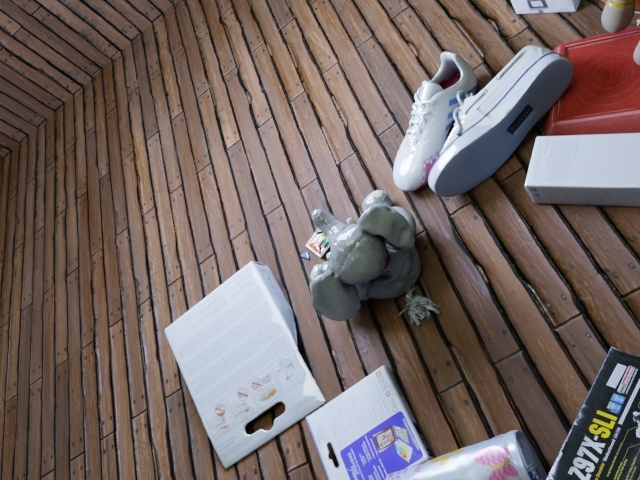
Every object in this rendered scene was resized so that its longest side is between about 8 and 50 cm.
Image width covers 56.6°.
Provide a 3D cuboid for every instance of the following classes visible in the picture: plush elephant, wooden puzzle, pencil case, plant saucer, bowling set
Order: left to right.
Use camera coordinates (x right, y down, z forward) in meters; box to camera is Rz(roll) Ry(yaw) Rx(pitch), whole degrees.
[{"bbox_3d":[0.000,0.000,1.473,0.079,0.014,0.116,28,85,43],"label":"wooden puzzle"},{"bbox_3d":[0.082,0.027,1.232,0.272,0.255,0.330,-48,48,5],"label":"plush elephant"},{"bbox_3d":[0.242,0.418,1.000,0.273,0.113,0.124,-28,81,22],"label":"pencil case"},{"bbox_3d":[0.583,-0.322,1.192,0.259,0.048,0.259,-2,66,36],"label":"plant saucer"},{"bbox_3d":[0.651,-0.375,1.047,0.287,0.154,0.199,3,68,16],"label":"bowling set"}]

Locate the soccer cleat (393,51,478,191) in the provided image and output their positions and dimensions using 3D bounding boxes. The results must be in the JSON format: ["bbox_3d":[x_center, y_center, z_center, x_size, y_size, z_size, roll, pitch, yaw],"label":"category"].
[{"bbox_3d":[0.241,-0.276,1.355,0.116,0.143,0.331,23,81,42],"label":"soccer cleat"}]

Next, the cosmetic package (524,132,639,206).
[{"bbox_3d":[0.517,-0.132,1.114,0.231,0.085,0.117,7,71,37],"label":"cosmetic package"}]

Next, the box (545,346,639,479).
[{"bbox_3d":[0.480,0.331,0.828,0.257,0.079,0.322,15,56,42],"label":"box"}]

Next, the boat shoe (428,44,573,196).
[{"bbox_3d":[0.345,-0.265,1.264,0.367,0.136,0.156,-51,41,18],"label":"boat shoe"}]

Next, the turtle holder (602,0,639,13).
[{"bbox_3d":[0.651,-0.605,1.172,0.243,0.227,0.320,1,66,38],"label":"turtle holder"}]

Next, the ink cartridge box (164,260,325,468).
[{"bbox_3d":[-0.177,0.291,1.425,0.308,0.091,0.385,-37,66,14],"label":"ink cartridge box"}]

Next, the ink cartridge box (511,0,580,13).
[{"bbox_3d":[0.514,-0.588,1.377,0.180,0.060,0.104,17,78,41],"label":"ink cartridge box"}]

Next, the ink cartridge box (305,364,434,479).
[{"bbox_3d":[0.091,0.388,1.172,0.208,0.045,0.206,-37,50,14],"label":"ink cartridge box"}]
